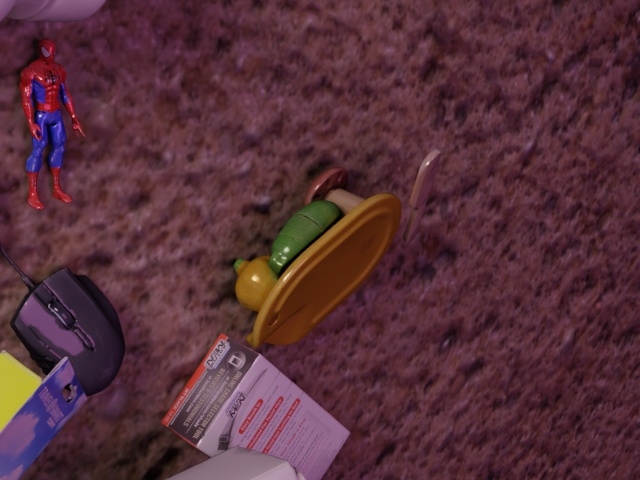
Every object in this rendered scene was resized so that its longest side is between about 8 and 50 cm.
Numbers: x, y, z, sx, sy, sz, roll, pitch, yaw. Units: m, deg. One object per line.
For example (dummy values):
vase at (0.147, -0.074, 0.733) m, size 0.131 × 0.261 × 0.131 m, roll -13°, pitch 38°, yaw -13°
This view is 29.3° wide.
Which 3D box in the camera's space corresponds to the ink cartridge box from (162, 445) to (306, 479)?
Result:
ink cartridge box at (-0.123, 0.299, 0.906) m, size 0.272 × 0.114 × 0.197 m, roll -22°, pitch 99°, yaw -25°

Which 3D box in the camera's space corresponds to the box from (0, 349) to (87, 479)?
box at (-0.236, 0.152, 0.825) m, size 0.178 × 0.042 × 0.109 m, roll -51°, pitch 168°, yaw -20°

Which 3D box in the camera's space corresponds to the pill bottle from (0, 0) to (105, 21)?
pill bottle at (-0.226, -0.176, 0.660) m, size 0.229 × 0.131 × 0.131 m, roll -5°, pitch 110°, yaw -46°

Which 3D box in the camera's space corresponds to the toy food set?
toy food set at (0.000, 0.000, 1.042) m, size 0.218 × 0.071 × 0.128 m, roll -40°, pitch 156°, yaw -27°

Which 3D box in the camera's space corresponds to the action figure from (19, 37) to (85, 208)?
action figure at (-0.184, -0.080, 0.829) m, size 0.038 × 0.030 × 0.115 m, roll -15°, pitch 115°, yaw -38°

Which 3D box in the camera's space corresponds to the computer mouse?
computer mouse at (-0.198, 0.026, 0.848) m, size 0.071 × 0.041 × 0.242 m, roll -48°, pitch 135°, yaw -21°

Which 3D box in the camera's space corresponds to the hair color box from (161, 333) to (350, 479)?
hair color box at (-0.052, 0.162, 1.057) m, size 0.093 × 0.053 × 0.167 m, roll -56°, pitch 139°, yaw -12°
